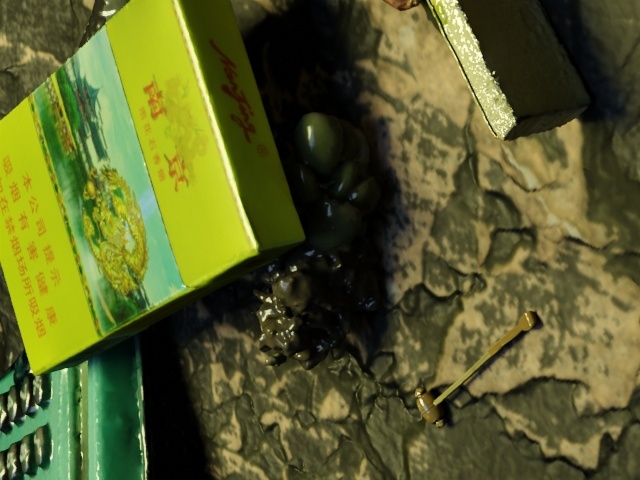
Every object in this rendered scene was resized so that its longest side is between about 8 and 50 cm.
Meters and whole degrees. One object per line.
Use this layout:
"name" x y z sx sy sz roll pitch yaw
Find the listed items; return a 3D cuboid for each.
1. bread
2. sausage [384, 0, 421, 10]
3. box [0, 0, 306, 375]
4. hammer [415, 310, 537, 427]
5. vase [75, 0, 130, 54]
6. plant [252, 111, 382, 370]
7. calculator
"bread" 0.091 -0.128 0.932 0.028 0.068 0.154 -39 72 48
"sausage" 0.014 -0.181 1.041 0.147 0.030 0.035 39 129 38
"box" -0.138 -0.035 1.161 0.335 0.047 0.187 -28 76 52
"hammer" 0.096 0.077 1.038 0.029 0.014 0.123 54 135 12
"vase" -0.157 -0.146 1.243 0.059 0.059 0.167 49 135 30
"plant" 0.000 0.000 1.087 0.087 0.085 0.174 17 111 21
"calculator" -0.211 0.188 1.361 0.274 0.058 0.248 -32 55 53
